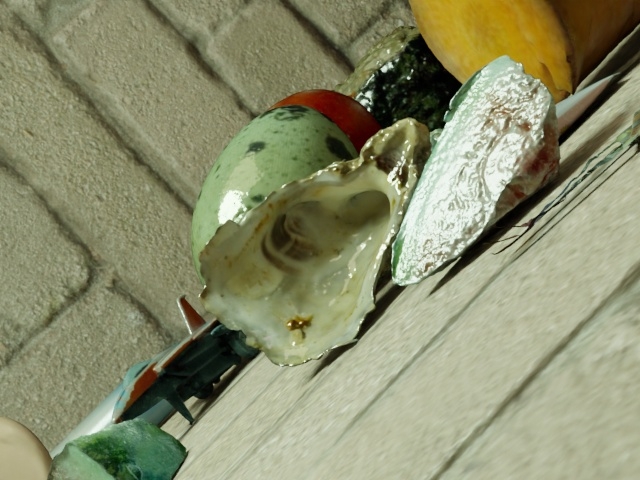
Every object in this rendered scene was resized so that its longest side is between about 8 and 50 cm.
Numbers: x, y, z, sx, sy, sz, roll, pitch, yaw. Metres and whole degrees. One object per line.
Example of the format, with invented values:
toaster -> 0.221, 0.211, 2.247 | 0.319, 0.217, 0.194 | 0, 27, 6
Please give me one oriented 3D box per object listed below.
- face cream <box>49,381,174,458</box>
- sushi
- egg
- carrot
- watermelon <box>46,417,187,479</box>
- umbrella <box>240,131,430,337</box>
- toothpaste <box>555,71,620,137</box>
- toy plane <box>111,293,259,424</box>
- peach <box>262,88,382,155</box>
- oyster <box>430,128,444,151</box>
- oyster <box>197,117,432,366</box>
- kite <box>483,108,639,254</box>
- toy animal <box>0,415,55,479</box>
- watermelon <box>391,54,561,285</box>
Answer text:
face cream -> -0.301, 0.278, 1.909 | 0.250, 0.077, 0.077 | -45, 4, -4
sushi -> 0.079, -0.168, 2.127 | 0.350, 0.171, 0.211 | -44, 5, 15
egg -> -0.032, -0.022, 1.364 | 0.177, 0.177, 0.228 | 142, 136, -57
carrot -> 0.226, -0.248, 1.294 | 0.254, 0.196, 0.196 | -39, 1, -26
watermelon -> -0.240, 0.269, 1.413 | 0.241, 0.094, 0.154 | -45, -5, 19
umbrella -> 0.027, -0.013, 1.550 | 0.326, 0.090, 0.094 | -46, -18, -28
toothpaste -> 0.159, -0.072, 1.177 | 0.194, 0.043, 0.067 | -38, -3, -6
toy plane -> -0.153, 0.143, 1.664 | 0.223, 0.104, 0.326 | -43, 8, 28
peach -> -0.014, -0.074, 1.853 | 0.243, 0.199, 0.243 | -50, -7, -9
oyster -> 0.122, -0.064, 1.336 | 0.199, 0.087, 0.252 | -43, 16, 16
oyster -> 0.016, 0.001, 1.225 | 0.233, 0.161, 0.107 | -50, -18, -7
kite -> 0.195, -0.067, 0.918 | 0.229, 0.016, 0.127 | -40, 1, 14
toy animal -> -0.362, 0.304, 1.601 | 0.256, 0.195, 0.213 | 133, 143, -66
watermelon -> 0.117, -0.038, 1.054 | 0.180, 0.081, 0.094 | -59, 15, 18
